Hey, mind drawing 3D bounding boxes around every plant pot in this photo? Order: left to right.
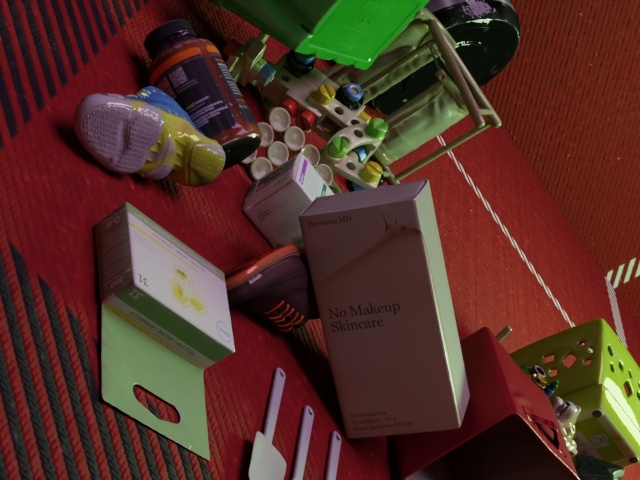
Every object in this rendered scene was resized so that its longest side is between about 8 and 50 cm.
[{"bbox_3d":[0.488,0.321,2.164,0.228,0.227,0.207,50,29,-24],"label":"plant pot"}]

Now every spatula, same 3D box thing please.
[{"bbox_3d":[-0.024,0.257,1.351,0.168,0.019,0.242,50,22,-19],"label":"spatula"}]

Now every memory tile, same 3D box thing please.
[{"bbox_3d":[-0.054,-0.115,1.706,0.148,0.113,0.012,52,-23,-19],"label":"memory tile"}]

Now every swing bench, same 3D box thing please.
[{"bbox_3d":[0.158,-0.263,2.155,0.254,0.253,0.165,62,20,5],"label":"swing bench"}]

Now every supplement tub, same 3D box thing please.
[{"bbox_3d":[-0.163,-0.195,1.532,0.198,0.106,0.106,63,21,12],"label":"supplement tub"}]

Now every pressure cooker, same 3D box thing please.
[{"bbox_3d":[0.180,-0.521,2.420,0.370,0.375,0.420,106,-35,-63],"label":"pressure cooker"}]

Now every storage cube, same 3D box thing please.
[{"bbox_3d":[0.227,0.277,1.634,0.183,0.215,0.193,47,18,-28],"label":"storage cube"}]

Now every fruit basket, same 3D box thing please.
[{"bbox_3d":[-0.055,-0.448,1.806,0.392,0.283,0.392,38,19,-16],"label":"fruit basket"}]

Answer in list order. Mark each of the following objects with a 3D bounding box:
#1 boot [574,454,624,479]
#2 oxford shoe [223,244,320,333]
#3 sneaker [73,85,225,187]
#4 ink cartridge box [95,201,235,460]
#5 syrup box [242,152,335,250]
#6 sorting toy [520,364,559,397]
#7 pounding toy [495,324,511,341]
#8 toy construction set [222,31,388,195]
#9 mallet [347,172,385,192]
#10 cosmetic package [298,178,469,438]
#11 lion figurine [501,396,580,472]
[{"bbox_3d":[0.460,0.472,1.981,0.236,0.085,0.178,2,101,-71],"label":"boot"},{"bbox_3d":[-0.048,0.066,1.457,0.271,0.097,0.098,-4,71,-67],"label":"oxford shoe"},{"bbox_3d":[-0.223,-0.138,1.380,0.126,0.091,0.240,50,13,33],"label":"sneaker"},{"bbox_3d":[-0.161,0.094,1.215,0.171,0.056,0.235,41,25,-41],"label":"ink cartridge box"},{"bbox_3d":[0.000,0.000,1.653,0.237,0.093,0.096,51,22,-19],"label":"syrup box"},{"bbox_3d":[0.362,0.231,1.898,0.061,0.042,0.102,42,23,0],"label":"sorting toy"},{"bbox_3d":[0.247,0.208,1.801,0.100,0.130,0.141,56,-14,-6],"label":"pounding toy"},{"bbox_3d":[-0.027,-0.200,1.825,0.327,0.151,0.215,47,48,-11],"label":"toy construction set"},{"bbox_3d":[0.109,-0.049,2.069,0.039,0.062,0.189,-85,154,-56],"label":"mallet"},{"bbox_3d":[0.087,0.090,1.495,0.113,0.160,0.309,-51,129,-68],"label":"cosmetic package"},{"bbox_3d":[0.333,0.369,1.867,0.240,0.142,0.392,49,28,-18],"label":"lion figurine"}]
